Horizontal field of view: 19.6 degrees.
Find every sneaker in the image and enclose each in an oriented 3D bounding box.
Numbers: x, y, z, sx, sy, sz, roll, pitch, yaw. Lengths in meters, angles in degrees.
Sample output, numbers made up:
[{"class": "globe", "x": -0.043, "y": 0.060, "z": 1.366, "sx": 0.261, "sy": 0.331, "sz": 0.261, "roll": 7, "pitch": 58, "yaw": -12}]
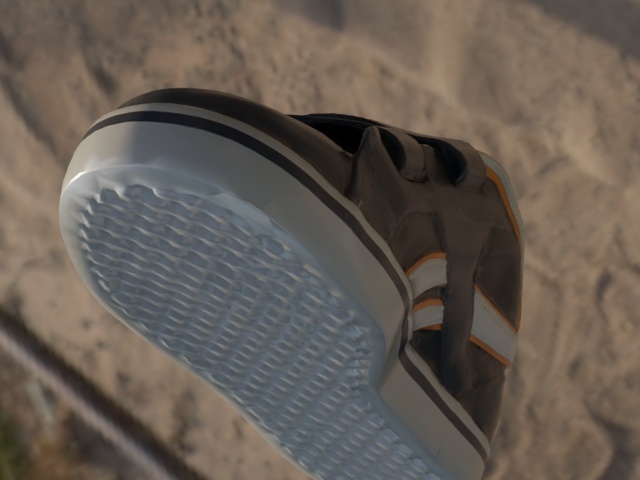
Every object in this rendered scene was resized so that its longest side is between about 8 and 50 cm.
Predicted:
[{"class": "sneaker", "x": 0.000, "y": 0.000, "z": 0.734, "sx": 0.126, "sy": 0.127, "sz": 0.321, "roll": 9, "pitch": 158, "yaw": 21}]
